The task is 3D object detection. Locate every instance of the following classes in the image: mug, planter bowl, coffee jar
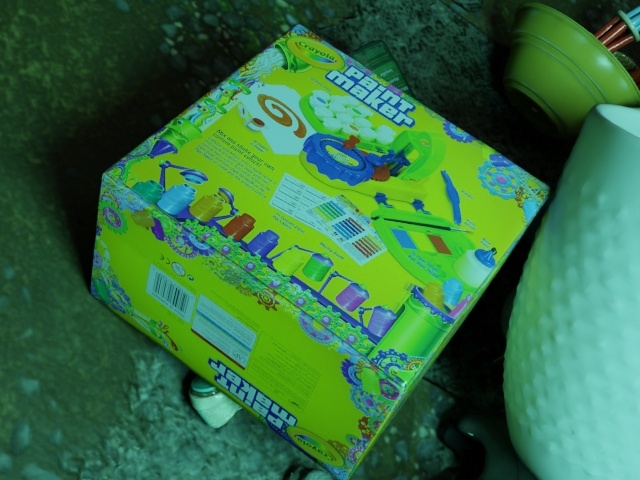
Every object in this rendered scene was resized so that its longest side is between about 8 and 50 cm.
[{"bbox_3d":[0.355,0.098,0.874,0.374,0.328,0.276,25,20,14],"label":"mug"},{"bbox_3d":[0.301,-0.194,1.242,0.217,0.217,0.090,45,88,-8],"label":"planter bowl"},{"bbox_3d":[0.077,-0.125,1.089,0.079,0.096,0.184,-32,88,-40],"label":"coffee jar"}]

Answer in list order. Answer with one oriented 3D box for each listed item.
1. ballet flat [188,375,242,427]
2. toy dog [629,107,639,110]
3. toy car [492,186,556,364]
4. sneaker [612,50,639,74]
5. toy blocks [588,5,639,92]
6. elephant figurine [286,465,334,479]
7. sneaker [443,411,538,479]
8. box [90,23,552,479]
[{"bbox_3d":[-0.062,0.113,0.927,0.168,0.057,0.052,-41,123,-35],"label":"ballet flat"},{"bbox_3d":[0.575,-0.026,1.214,0.284,0.408,0.395,-45,57,-7],"label":"toy dog"},{"bbox_3d":[0.288,0.066,1.089,0.238,0.210,0.219,-39,82,-26],"label":"toy car"},{"bbox_3d":[0.472,-0.199,1.410,0.185,0.069,0.084,54,34,0],"label":"sneaker"},{"bbox_3d":[0.420,-0.250,1.340,0.123,0.148,0.054,55,13,0],"label":"toy blocks"},{"bbox_3d":[0.101,0.303,0.871,0.169,0.239,0.186,44,41,-47],"label":"elephant figurine"},{"bbox_3d":[0.182,0.305,0.970,0.130,0.109,0.286,10,54,-23],"label":"sneaker"},{"bbox_3d":[0.000,0.000,0.873,0.290,0.177,0.279,35,51,11],"label":"box"}]
